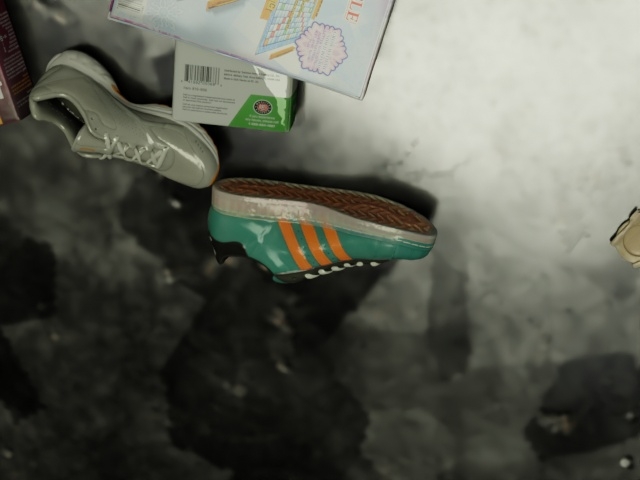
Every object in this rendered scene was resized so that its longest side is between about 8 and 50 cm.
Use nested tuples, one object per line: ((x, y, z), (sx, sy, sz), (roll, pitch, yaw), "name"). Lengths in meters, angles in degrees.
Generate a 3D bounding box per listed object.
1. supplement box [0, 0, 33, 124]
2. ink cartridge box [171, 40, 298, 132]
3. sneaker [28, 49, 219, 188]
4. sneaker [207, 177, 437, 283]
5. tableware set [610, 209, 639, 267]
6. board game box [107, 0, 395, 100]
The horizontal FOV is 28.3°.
((-0.450, -0.240, 1.638), (0.104, 0.081, 0.188), (-12, 108, 11), "supplement box")
((-0.100, -0.252, 1.587), (0.153, 0.087, 0.208), (8, 110, 4), "ink cartridge box")
((-0.257, -0.130, 1.623), (0.262, 0.121, 0.099), (30, 130, -2), "sneaker")
((0.000, 0.000, 1.662), (0.302, 0.108, 0.121), (11, 112, 12), "sneaker")
((0.473, 0.016, 1.649), (0.141, 0.020, 0.168), (-36, 102, 18), "tableware set")
((-0.051, -0.361, 1.466), (0.318, 0.066, 0.318), (19, 105, 1), "board game box")
